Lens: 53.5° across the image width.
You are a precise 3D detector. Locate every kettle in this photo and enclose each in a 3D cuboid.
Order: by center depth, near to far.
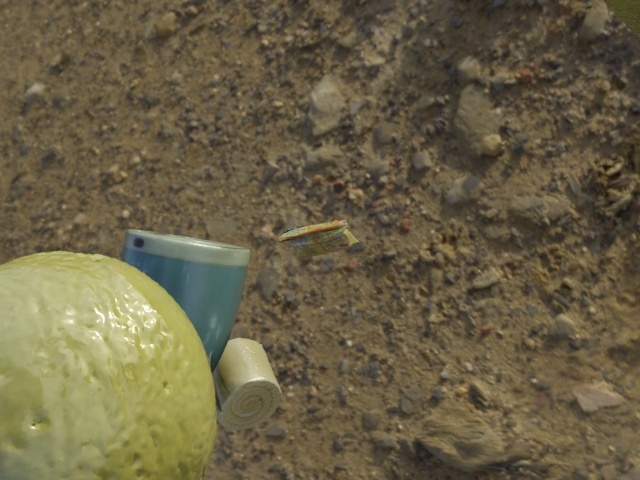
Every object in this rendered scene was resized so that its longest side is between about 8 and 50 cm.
[{"bbox_3d":[-0.321,0.158,1.301,0.320,0.247,0.341,11,92,37],"label":"kettle"}]

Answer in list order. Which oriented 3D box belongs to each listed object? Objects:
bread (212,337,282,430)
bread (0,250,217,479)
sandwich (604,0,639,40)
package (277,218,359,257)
[{"bbox_3d":[-0.169,0.309,1.366,0.148,0.134,0.141,-47,40,11],"label":"bread"},{"bbox_3d":[-0.258,0.173,0.653,0.321,0.238,0.320,7,100,47],"label":"bread"},{"bbox_3d":[0.210,-0.099,0.284,0.063,0.212,0.245,-64,5,5],"label":"sandwich"},{"bbox_3d":[0.000,-0.001,0.991,0.108,0.120,0.031,-12,73,10],"label":"package"}]
